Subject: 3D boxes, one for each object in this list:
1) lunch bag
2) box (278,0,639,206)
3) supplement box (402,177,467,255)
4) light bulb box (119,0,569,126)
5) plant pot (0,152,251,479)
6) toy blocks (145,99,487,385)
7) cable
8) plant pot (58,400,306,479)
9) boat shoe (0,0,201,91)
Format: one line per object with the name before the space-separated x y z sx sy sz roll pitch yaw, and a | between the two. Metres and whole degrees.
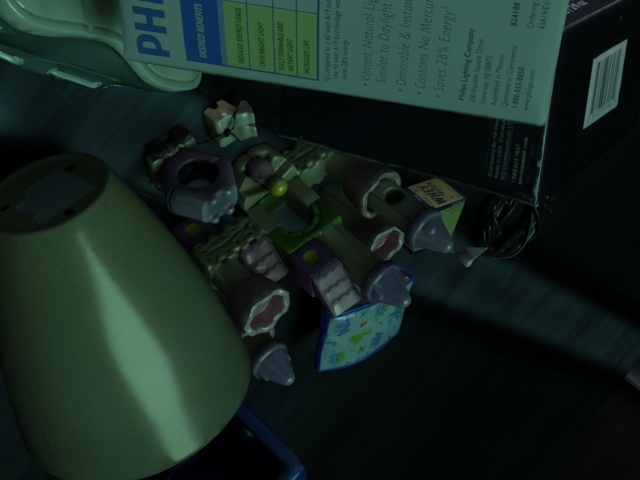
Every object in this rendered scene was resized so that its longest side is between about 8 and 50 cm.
lunch bag | 0.048 0.107 1.791 0.151 0.096 0.129 -38 150 -37
box | 0.156 -0.192 1.307 0.296 0.294 0.183 -32 131 -53
supplement box | 0.153 -0.036 1.801 0.083 0.056 0.083 -20 140 -40
light bulb box | 0.033 -0.312 0.978 0.358 0.360 0.225 92 11 -49
plant pot | -0.227 0.057 1.262 0.256 0.256 0.274 -34 131 -23
toy blocks | 0.000 0.000 1.440 0.288 0.260 0.309 -35 148 -21
cable | 0.307 -0.033 2.028 0.151 0.047 0.184 -53 153 17
plant pot | -0.164 0.326 1.637 0.236 0.236 0.212 -42 155 -13
boat shoe | -0.218 -0.195 1.128 0.099 0.116 0.319 -12 171 25
